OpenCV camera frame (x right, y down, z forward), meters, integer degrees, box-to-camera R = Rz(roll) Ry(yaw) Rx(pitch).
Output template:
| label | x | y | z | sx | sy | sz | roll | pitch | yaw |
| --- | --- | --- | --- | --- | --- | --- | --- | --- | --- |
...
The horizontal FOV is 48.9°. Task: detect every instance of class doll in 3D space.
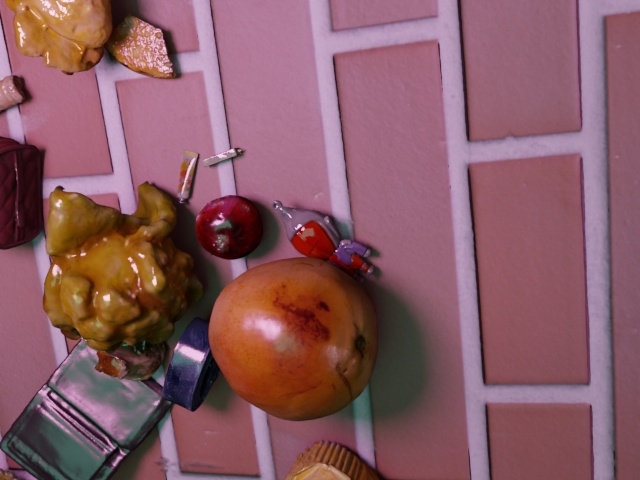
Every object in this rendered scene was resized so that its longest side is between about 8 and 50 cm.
| label | x | y | z | sx | sy | sz | roll | pitch | yaw |
| --- | --- | --- | --- | --- | --- | --- | --- | --- | --- |
| doll | 0.000 | 0.000 | 1.306 | 0.227 | 0.075 | 0.102 | 37 | 119 | -7 |

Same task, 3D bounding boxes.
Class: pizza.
| label | x | y | z | sx | sy | sz | roll | pitch | yaw |
| --- | --- | --- | --- | --- | --- | --- | --- | --- | --- |
| pizza | -0.335 | -0.363 | 1.322 | 0.160 | 0.036 | 0.099 | 25 | 109 | 6 |

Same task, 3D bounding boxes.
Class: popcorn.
| label | x | y | z | sx | sy | sz | roll | pitch | yaw |
| --- | --- | --- | --- | --- | --- | --- | --- | --- | --- |
| popcorn | -0.459 | -0.426 | 1.255 | 0.190 | 0.191 | 0.253 | -13 | 101 | 18 |
| popcorn | -0.361 | 0.043 | 1.320 | 0.290 | 0.326 | 0.321 | 29 | 150 | 0 |

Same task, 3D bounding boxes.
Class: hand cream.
| label | x | y | z | sx | sy | sz | roll | pitch | yaw |
| --- | --- | --- | --- | --- | --- | --- | --- | --- | --- |
| hand cream | -0.263 | -0.124 | 1.372 | 0.035 | 0.022 | 0.102 | 16 | 103 | 18 |

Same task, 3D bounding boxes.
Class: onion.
| label | x | y | z | sx | sy | sz | roll | pitch | yaw |
| --- | --- | --- | --- | --- | --- | --- | --- | --- | --- |
| onion | -0.171 | -0.022 | 1.322 | 0.131 | 0.131 | 0.131 | 3 | 104 | 13 |

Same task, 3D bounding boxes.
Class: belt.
| label | x | y | z | sx | sy | sz | roll | pitch | yaw |
| --- | --- | --- | --- | --- | --- | --- | --- | --- | --- |
| belt | -0.244 | 0.250 | 1.396 | 0.082 | 0.141 | 0.190 | 22 | 109 | 10 |

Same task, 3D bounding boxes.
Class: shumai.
| label | x | y | z | sx | sy | sz | roll | pitch | yaw |
| --- | --- | --- | --- | --- | --- | --- | --- | --- | --- |
| shumai | -0.398 | 0.231 | 1.440 | 0.145 | 0.116 | 0.145 | 1 | 95 | 12 |

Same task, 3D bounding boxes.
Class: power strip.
| label | x | y | z | sx | sy | sz | roll | pitch | yaw |
| --- | --- | --- | --- | --- | --- | --- | --- | --- | --- |
| power strip | -0.187 | -0.159 | 1.340 | 0.083 | 0.027 | 0.017 | -18 | 98 | 16 |

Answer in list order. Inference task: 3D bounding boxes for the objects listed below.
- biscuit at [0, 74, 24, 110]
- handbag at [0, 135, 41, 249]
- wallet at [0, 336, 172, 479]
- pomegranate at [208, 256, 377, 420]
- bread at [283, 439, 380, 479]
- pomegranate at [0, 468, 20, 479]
| label | x | y | z | sx | sy | sz | roll | pitch | yaw |
| --- | --- | --- | --- | --- | --- | --- | --- | --- | --- |
| biscuit | -0.689 | -0.268 | 1.424 | 0.219 | 0.055 | 0.061 | -22 | 83 | 18 |
| handbag | -0.647 | -0.098 | 1.411 | 0.135 | 0.146 | 0.225 | 13 | 107 | 17 |
| wallet | -0.500 | 0.389 | 1.505 | 0.247 | 0.041 | 0.323 | 38 | 90 | 1 |
| pomegranate | -0.053 | 0.169 | 1.264 | 0.319 | 0.319 | 0.319 | 3 | 104 | 13 |
| bread | 0.040 | 0.523 | 1.395 | 0.250 | 0.133 | 0.179 | 43 | 109 | 0 |
| pomegranate | -0.790 | 0.650 | 1.595 | 0.260 | 0.260 | 0.340 | 49 | 139 | -1 |
